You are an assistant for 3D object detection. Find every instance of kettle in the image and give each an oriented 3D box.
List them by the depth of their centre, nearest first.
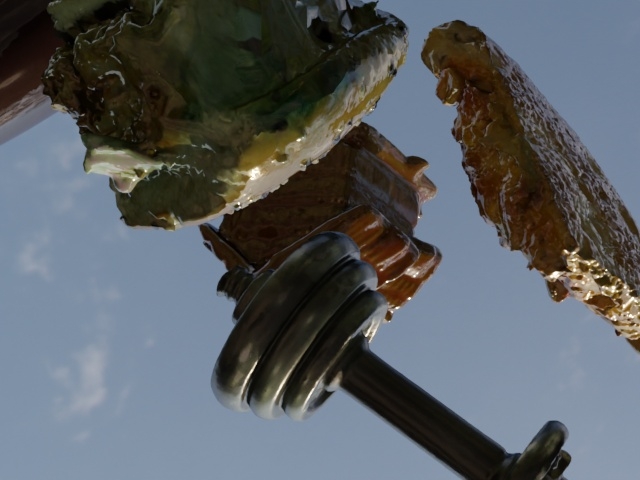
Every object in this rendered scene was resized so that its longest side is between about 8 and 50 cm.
[{"bbox_3d":[-0.272,-0.164,0.982,0.232,0.144,0.202,-40,-111,-17],"label":"kettle"}]

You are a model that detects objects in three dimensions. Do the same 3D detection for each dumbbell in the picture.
[{"bbox_3d":[0.053,0.090,0.639,0.255,0.110,0.110,34,-68,13],"label":"dumbbell"}]

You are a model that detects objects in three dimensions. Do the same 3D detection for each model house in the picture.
[{"bbox_3d":[0.000,-0.001,1.370,0.220,0.199,0.229,-5,-121,30],"label":"model house"}]

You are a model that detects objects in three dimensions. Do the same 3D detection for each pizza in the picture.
[{"bbox_3d":[0.182,-0.029,1.034,0.086,0.226,0.335,-32,-80,26],"label":"pizza"}]

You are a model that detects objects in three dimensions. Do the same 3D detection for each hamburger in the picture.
[{"bbox_3d":[-0.047,-0.134,0.836,0.192,0.288,0.167,-2,-57,50],"label":"hamburger"}]
